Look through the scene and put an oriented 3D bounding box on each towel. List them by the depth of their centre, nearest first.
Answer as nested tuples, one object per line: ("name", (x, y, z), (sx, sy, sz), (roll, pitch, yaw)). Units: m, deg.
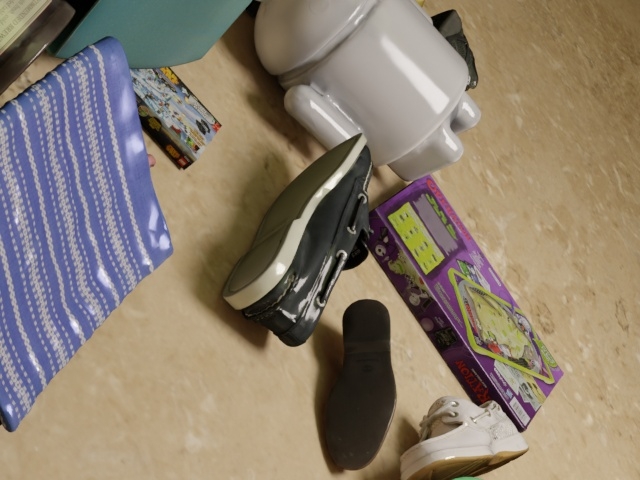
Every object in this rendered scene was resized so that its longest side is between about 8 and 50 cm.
("towel", (-0.226, -0.019, 1.177), (0.336, 0.040, 0.243), (-57, 143, -58))

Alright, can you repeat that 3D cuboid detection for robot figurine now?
("robot figurine", (0.053, -0.237, 1.759), (0.353, 0.200, 0.300), (45, 47, -19))

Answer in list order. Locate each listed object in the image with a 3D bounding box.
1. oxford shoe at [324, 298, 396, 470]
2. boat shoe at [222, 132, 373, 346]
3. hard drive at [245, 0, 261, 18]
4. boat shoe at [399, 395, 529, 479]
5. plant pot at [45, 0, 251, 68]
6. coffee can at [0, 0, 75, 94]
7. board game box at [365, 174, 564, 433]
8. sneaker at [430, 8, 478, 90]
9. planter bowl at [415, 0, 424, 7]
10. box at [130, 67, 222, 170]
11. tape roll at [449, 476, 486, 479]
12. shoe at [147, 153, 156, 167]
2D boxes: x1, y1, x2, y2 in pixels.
("oxford shoe", (0.051, 0.172, 1.491), (0.076, 0.076, 0.212), (83, 14, -50))
("boat shoe", (0.003, -0.002, 1.528), (0.113, 0.127, 0.340), (49, 32, -14))
("hard drive", (-0.046, -0.307, 1.863), (0.135, 0.022, 0.094), (40, 33, -26))
("boat shoe", (0.152, 0.230, 1.554), (0.277, 0.098, 0.096), (8, 53, -64))
("plant pot", (-0.198, -0.288, 1.460), (0.234, 0.166, 0.165), (10, 40, -56))
("coffee can", (-0.374, -0.222, 1.116), (0.275, 0.201, 0.201), (46, 31, -17))
("board game box", (0.193, 0.083, 1.805), (0.347, 0.056, 0.208), (56, 34, 0))
("sneaker", (0.182, -0.259, 2.081), (0.130, 0.087, 0.227), (59, 37, -18))
("planter bowl", (0.102, -0.405, 2.109), (0.217, 0.090, 0.217), (36, 35, -30))
("box", (-0.178, -0.155, 1.512), (0.137, 0.027, 0.094), (48, 30, -13))
("tape roll", (0.187, 0.416, 1.433), (0.321, 0.077, 0.321), (36, 36, -31))
("shoe", (-0.226, -0.076, 1.328), (0.081, 0.063, 0.178), (50, 27, -4))
